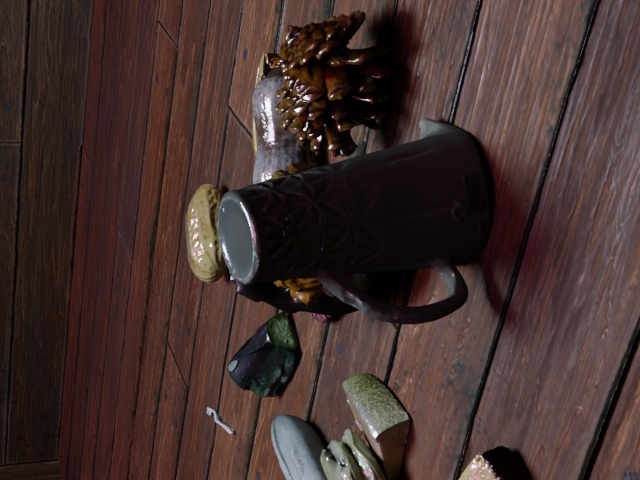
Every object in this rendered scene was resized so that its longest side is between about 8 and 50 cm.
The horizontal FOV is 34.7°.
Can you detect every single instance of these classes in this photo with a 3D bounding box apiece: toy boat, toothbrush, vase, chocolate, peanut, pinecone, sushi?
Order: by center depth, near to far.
[{"bbox_3d":[0.045,-0.016,1.143,0.156,0.300,0.251,-53,52,55],"label":"vase"},{"bbox_3d":[0.016,-0.208,1.357,0.179,0.149,0.195,-171,81,-66],"label":"pinecone"},{"bbox_3d":[-0.006,0.000,1.361,0.204,0.200,0.213,-54,42,49],"label":"sushi"},{"bbox_3d":[-0.020,0.358,1.551,0.085,0.078,0.260,-61,37,24],"label":"toy boat"},{"bbox_3d":[-0.054,-0.148,1.581,0.110,0.110,0.248,176,90,-67],"label":"chocolate"},{"bbox_3d":[-0.076,-0.209,1.693,0.077,0.057,0.201,25,113,58],"label":"toy boat"},{"bbox_3d":[-0.218,-0.015,1.992,0.093,0.083,0.194,166,103,-66],"label":"peanut"},{"bbox_3d":[-0.202,0.361,2.056,0.162,0.014,0.017,14,89,66],"label":"toothbrush"}]

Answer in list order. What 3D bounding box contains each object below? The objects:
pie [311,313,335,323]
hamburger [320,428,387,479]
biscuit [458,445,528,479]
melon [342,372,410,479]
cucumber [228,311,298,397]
[{"bbox_3d":[-0.001,0.051,1.551,0.154,0.036,0.155,179,90,-66],"label":"pie"},{"bbox_3d":[0.049,0.326,1.375,0.140,0.062,0.133,44,152,54],"label":"hamburger"},{"bbox_3d":[0.171,0.305,1.143,0.056,0.052,0.188,51,139,32],"label":"biscuit"},{"bbox_3d":[0.067,0.233,1.405,0.182,0.054,0.098,-123,23,-51],"label":"melon"},{"bbox_3d":[-0.101,0.200,1.744,0.193,0.085,0.115,-51,43,47],"label":"cucumber"}]
